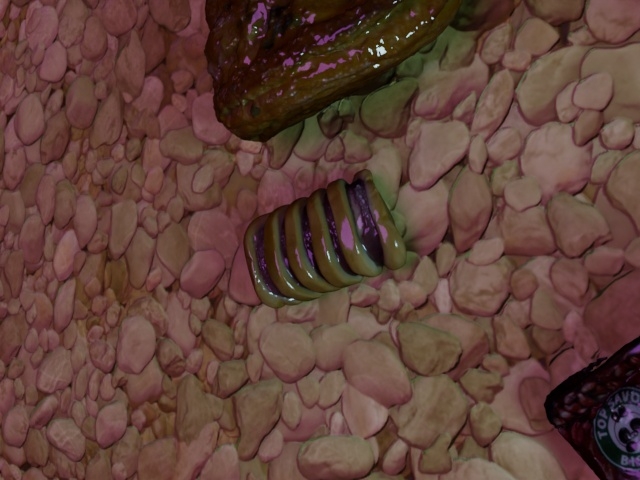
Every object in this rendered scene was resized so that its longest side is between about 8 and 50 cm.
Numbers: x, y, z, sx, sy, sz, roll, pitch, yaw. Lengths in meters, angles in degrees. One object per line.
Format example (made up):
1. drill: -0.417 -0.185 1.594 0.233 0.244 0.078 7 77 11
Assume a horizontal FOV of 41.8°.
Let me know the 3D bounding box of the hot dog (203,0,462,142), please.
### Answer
1. hot dog: -0.007 -0.276 1.010 0.388 0.174 0.267 -27 68 35

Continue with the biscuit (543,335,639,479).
1. biscuit: 0.317 0.208 0.773 0.151 0.063 0.235 -45 57 26

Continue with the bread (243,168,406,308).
1. bread: 0.000 0.000 1.038 0.225 0.081 0.134 -25 69 35
